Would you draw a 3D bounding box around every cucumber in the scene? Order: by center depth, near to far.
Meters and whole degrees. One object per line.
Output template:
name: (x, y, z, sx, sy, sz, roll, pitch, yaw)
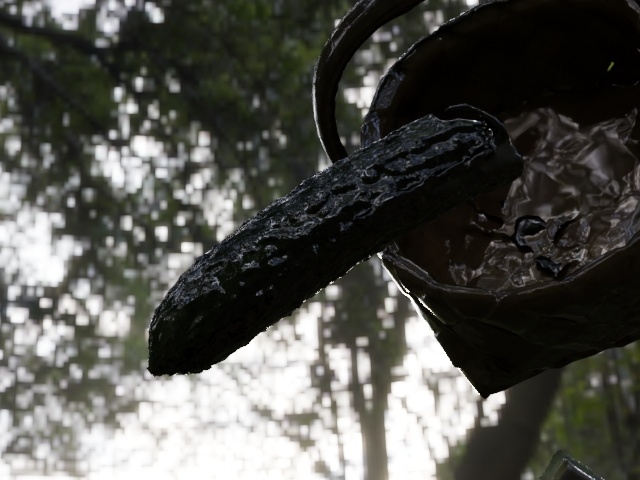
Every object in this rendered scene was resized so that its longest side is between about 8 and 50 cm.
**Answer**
cucumber: (-0.001, -0.003, 0.975, 0.245, 0.067, 0.067, -30, -29, -18)

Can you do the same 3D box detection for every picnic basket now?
picnic basket: (0.145, -0.098, 1.305, 0.293, 0.337, 0.337, -24, -37, 10)

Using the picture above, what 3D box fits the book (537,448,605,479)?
book: (0.119, 0.172, 0.586, 0.182, 0.127, 0.014, 34, 2, -8)
